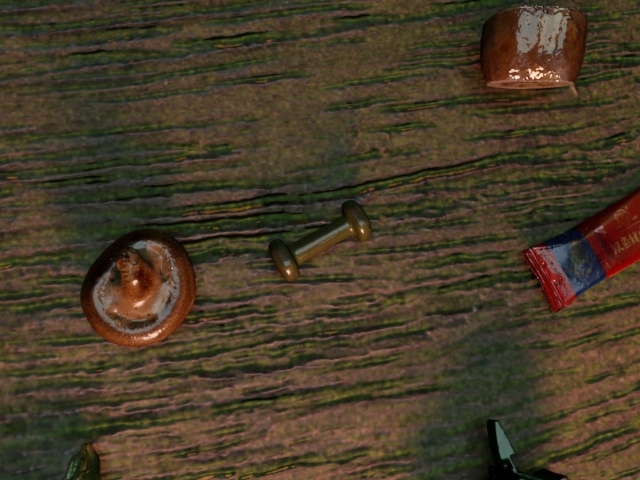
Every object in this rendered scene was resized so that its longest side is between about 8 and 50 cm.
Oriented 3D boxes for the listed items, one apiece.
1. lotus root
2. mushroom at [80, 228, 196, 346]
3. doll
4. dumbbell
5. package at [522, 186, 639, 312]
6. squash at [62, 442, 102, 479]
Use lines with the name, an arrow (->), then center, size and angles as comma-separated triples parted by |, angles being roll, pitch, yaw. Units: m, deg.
lotus root -> 0.249, -0.221, 0.802 | 0.122, 0.112, 0.081 | 1, 95, 5
mushroom -> -0.192, 0.049, 0.724 | 0.126, 0.085, 0.109 | -39, 123, -12
doll -> 0.188, 0.304, 0.717 | 0.134, 0.106, 0.186 | 34, 80, 5
dumbbell -> 0.000, 0.000, 0.771 | 0.118, 0.046, 0.052 | -28, 81, -9
package -> 0.340, 0.006, 0.822 | 0.200, 0.022, 0.083 | -27, 86, -11
squash -> -0.266, 0.317, 0.682 | 0.094, 0.094, 0.224 | 17, 73, -4
